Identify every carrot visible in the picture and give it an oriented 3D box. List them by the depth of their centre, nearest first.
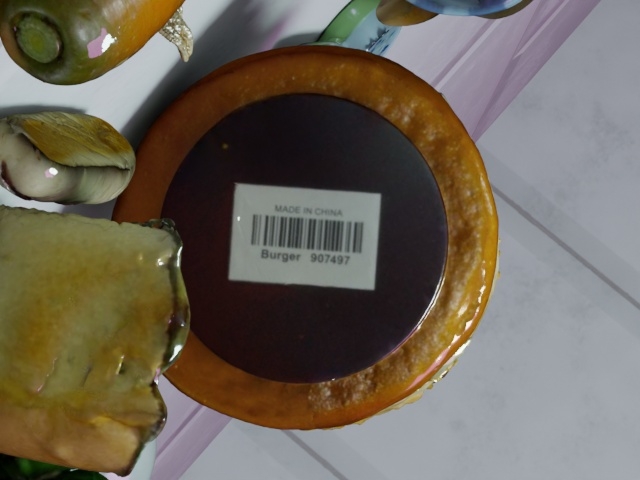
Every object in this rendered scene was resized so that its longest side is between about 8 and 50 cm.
[{"bbox_3d":[-0.109,-0.160,1.080,0.193,0.087,0.087,-49,174,-42],"label":"carrot"}]

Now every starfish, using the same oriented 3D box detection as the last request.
[{"bbox_3d":[-0.109,-0.169,1.198,0.130,0.041,0.133,-48,148,-63],"label":"starfish"}]

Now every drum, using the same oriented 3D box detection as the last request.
[{"bbox_3d":[0.025,-0.197,1.837,0.130,0.049,0.253,-50,173,3],"label":"drum"}]

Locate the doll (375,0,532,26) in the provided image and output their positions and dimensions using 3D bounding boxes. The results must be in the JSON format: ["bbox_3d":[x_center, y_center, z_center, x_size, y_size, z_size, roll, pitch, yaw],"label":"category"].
[{"bbox_3d":[0.128,-0.294,1.531,0.318,0.209,0.340,-19,175,8],"label":"doll"}]

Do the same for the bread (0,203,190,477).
[{"bbox_3d":[-0.200,0.056,1.248,0.252,0.133,0.174,9,-93,55],"label":"bread"}]

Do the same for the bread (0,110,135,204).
[{"bbox_3d":[-0.174,-0.051,1.266,0.053,0.073,0.214,-51,175,9],"label":"bread"}]

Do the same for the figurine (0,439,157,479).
[{"bbox_3d":[-0.224,0.204,1.599,0.281,0.167,0.370,-61,-168,12],"label":"figurine"}]

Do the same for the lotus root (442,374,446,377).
[{"bbox_3d":[0.000,0.000,2.051,0.316,0.316,0.250,-46,153,-35],"label":"lotus root"}]

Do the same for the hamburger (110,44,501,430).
[{"bbox_3d":[-0.008,0.001,1.573,0.330,0.330,0.250,-51,174,5],"label":"hamburger"}]
